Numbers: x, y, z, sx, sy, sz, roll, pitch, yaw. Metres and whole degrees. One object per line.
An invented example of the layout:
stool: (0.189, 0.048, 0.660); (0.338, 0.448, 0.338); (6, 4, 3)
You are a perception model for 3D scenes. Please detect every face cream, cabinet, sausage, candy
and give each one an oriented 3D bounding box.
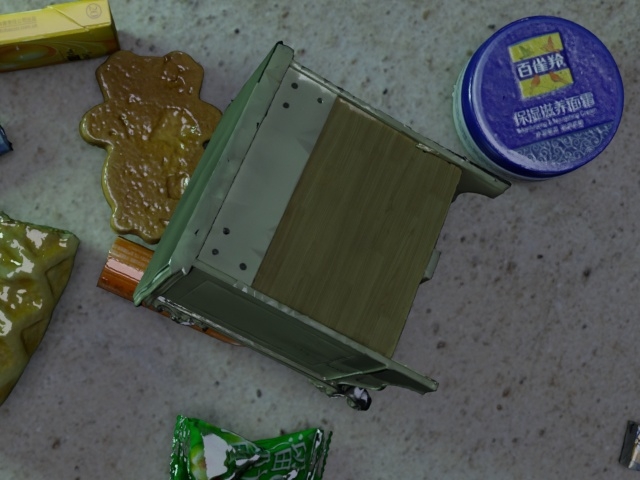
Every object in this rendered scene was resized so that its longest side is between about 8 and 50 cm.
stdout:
face cream: (0.279, -0.180, 1.256); (0.206, 0.111, 0.205); (1, 86, -8)
cabinet: (0.000, 0.000, 1.113); (0.318, 0.227, 0.290); (28, 68, -13)
sausage: (-0.159, 0.072, 1.201); (0.234, 0.071, 0.071); (24, 84, -7)
candy: (-0.092, 0.293, 1.198); (0.203, 0.078, 0.141); (12, 96, -19)

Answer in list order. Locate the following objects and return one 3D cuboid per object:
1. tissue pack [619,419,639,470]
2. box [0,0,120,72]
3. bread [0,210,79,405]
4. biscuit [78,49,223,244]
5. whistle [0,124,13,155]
tissue pack: (0.452, 0.284, 1.294); (0.083, 0.035, 0.063); (15, 85, -7)
box: (-0.379, -0.233, 1.146); (0.269, 0.152, 0.043); (-11, 91, -7)
bread: (-0.398, 0.093, 1.137); (0.152, 0.130, 0.267); (19, 84, 33)
biscuit: (-0.207, -0.119, 1.210); (0.184, 0.035, 0.248); (-6, 83, -20)
whistle: (-0.525, -0.067, 1.162); (0.304, 0.062, 0.062); (-28, 91, -8)
